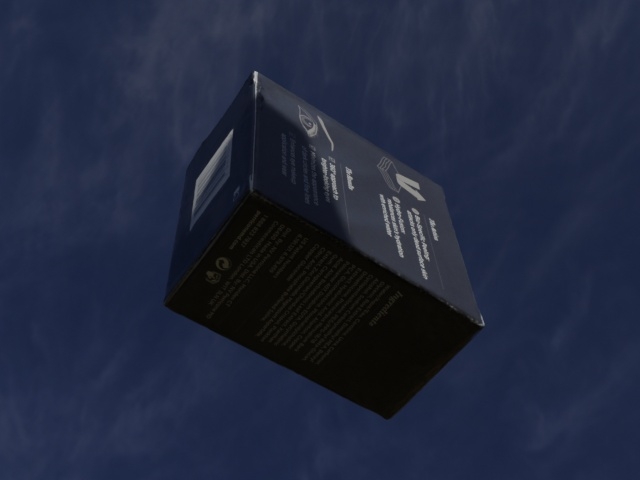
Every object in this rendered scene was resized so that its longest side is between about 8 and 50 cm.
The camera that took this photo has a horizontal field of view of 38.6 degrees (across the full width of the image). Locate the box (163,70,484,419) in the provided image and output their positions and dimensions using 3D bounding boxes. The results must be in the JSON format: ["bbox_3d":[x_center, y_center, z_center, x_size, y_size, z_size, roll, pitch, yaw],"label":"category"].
[{"bbox_3d":[0.000,0.000,0.557,0.158,0.156,0.093,29,-63,-19],"label":"box"}]
